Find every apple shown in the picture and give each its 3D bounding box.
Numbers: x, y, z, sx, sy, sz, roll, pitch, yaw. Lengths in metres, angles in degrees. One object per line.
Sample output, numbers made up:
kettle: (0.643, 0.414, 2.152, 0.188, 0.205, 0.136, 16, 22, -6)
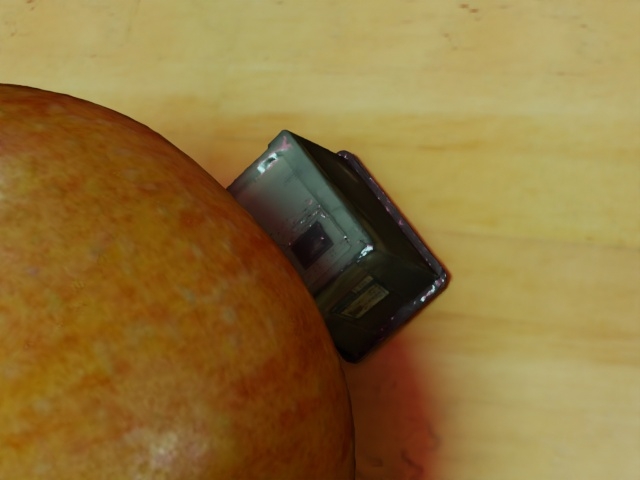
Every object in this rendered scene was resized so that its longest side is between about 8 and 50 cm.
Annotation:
apple: (-0.151, 0.090, 0.750, 0.299, 0.275, 0.299, 14, 114, 32)

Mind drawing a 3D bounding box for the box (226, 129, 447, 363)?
box: (0.000, 0.000, 0.837, 0.060, 0.063, 0.084, -43, 59, 13)
